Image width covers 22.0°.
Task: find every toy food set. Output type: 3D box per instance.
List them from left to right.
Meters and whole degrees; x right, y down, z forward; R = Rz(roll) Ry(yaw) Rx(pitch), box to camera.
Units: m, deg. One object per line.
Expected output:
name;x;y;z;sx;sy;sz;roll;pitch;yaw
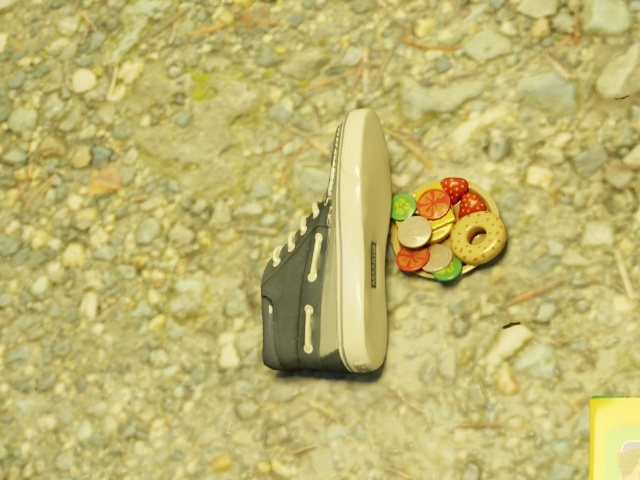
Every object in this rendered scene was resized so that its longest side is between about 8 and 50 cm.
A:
toy food set;0.089;-0.009;1.186;0.083;0.020;0.083;-25;60;6

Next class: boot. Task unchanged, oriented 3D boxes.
boot;0.000;0.000;1.172;0.086;0.069;0.190;-3;75;23

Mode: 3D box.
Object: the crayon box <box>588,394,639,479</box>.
crayon box;0.244;0.231;0.978;0.165;0.081;0.278;-2;64;18
